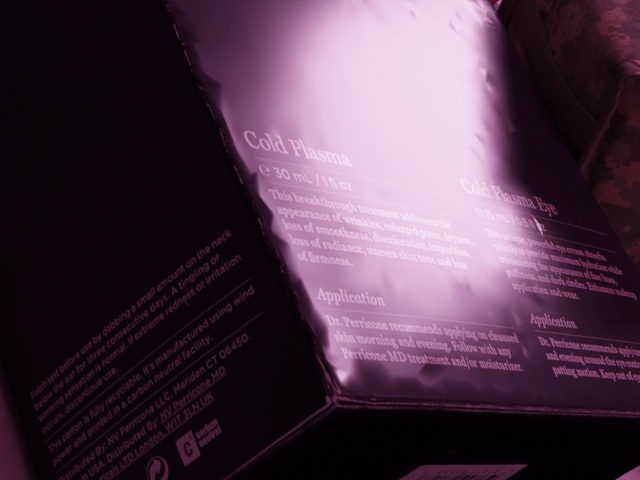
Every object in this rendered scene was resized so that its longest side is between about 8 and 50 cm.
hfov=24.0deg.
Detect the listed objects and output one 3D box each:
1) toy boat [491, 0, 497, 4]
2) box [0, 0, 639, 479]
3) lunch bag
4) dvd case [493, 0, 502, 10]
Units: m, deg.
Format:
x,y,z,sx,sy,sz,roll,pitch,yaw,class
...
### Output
x,y,z,sx,sy,sz,roll,pitch,yaw,class
0.042,-0.202,1.142,0.231,0.151,0.151,-33,82,-18,toy boat
0.000,0.000,0.812,0.343,0.179,0.312,10,49,-49,box
0.191,-0.052,1.056,0.169,0.287,0.235,9,38,-13,lunch bag
0.156,-0.250,1.455,0.239,0.029,0.179,7,51,-51,dvd case
